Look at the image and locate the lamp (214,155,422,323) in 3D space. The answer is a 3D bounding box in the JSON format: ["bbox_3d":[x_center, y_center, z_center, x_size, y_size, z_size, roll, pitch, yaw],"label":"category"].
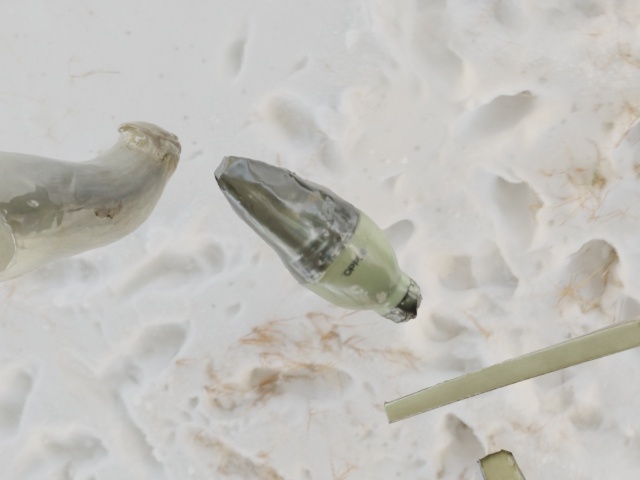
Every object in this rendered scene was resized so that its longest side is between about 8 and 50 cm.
[{"bbox_3d":[0.000,0.000,0.759,0.250,0.101,0.101,37,119,-18],"label":"lamp"}]

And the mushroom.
[{"bbox_3d":[-0.322,-0.070,1.036,0.126,0.397,0.177,-23,90,32],"label":"mushroom"}]

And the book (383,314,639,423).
[{"bbox_3d":[0.218,0.100,0.686,0.216,0.310,0.021,-25,76,30],"label":"book"}]

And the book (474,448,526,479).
[{"bbox_3d":[0.238,0.383,0.777,0.039,0.428,0.300,-27,65,-2],"label":"book"}]
